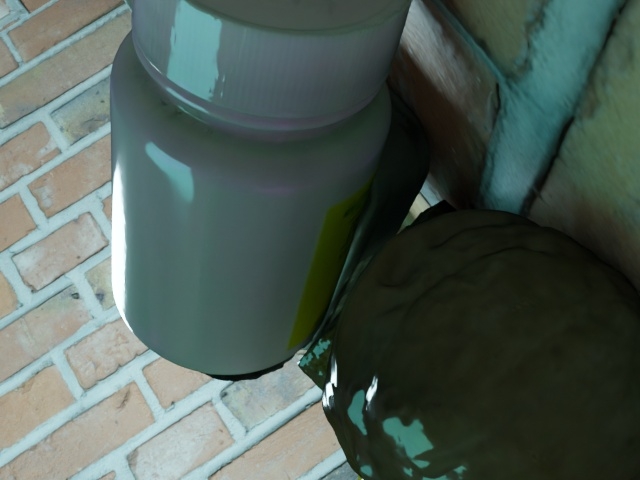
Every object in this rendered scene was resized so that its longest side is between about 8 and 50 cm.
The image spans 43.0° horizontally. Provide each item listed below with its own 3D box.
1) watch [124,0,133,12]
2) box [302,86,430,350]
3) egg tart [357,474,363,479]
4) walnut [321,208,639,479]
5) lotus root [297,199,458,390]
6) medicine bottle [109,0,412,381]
[{"bbox_3d":[-0.210,-0.359,1.101,0.231,0.196,0.244,51,-160,-47],"label":"watch"},{"bbox_3d":[-0.077,-0.102,0.961,0.396,0.111,0.397,49,148,20],"label":"box"},{"bbox_3d":[0.162,0.296,1.120,0.341,0.341,0.132,66,179,-66],"label":"egg tart"},{"bbox_3d":[0.119,0.104,0.588,0.248,0.248,0.248,56,176,6],"label":"walnut"},{"bbox_3d":[0.094,0.062,0.787,0.119,0.235,0.138,40,146,2],"label":"lotus root"},{"bbox_3d":[-0.062,-0.068,0.658,0.214,0.213,0.379,54,149,28],"label":"medicine bottle"}]
